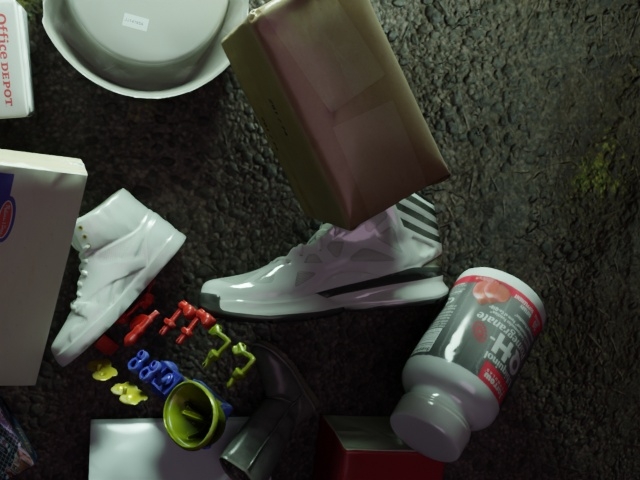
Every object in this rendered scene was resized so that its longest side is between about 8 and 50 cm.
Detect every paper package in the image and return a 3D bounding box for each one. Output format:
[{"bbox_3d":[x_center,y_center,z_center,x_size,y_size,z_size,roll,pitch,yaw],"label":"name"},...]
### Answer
[{"bbox_3d":[0.009,-0.201,1.321,0.168,0.309,0.324,-29,102,-9],"label":"paper package"}]

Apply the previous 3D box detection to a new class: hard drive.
[{"bbox_3d":[-0.240,0.404,1.545,0.308,0.040,0.203,2,56,-14],"label":"hard drive"}]

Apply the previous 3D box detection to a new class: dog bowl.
[{"bbox_3d":[-0.274,-0.402,1.429,0.349,0.102,0.348,-2,100,-12],"label":"dog bowl"}]

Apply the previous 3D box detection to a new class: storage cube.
[{"bbox_3d":[0.095,0.434,1.614,0.215,0.184,0.193,6,98,-14],"label":"storage cube"}]

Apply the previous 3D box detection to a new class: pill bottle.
[{"bbox_3d":[0.249,0.214,1.553,0.176,0.176,0.318,46,59,-16],"label":"pill bottle"}]

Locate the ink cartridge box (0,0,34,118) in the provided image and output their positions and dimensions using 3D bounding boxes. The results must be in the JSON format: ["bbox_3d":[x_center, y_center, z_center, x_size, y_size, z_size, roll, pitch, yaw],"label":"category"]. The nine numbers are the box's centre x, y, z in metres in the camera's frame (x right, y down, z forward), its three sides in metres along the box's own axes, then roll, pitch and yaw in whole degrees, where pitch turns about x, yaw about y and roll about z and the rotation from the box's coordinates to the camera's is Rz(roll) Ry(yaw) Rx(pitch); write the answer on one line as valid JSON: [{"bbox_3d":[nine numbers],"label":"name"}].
[{"bbox_3d":[-0.557,-0.265,1.351,0.233,0.168,0.171,-4,101,-12],"label":"ink cartridge box"}]

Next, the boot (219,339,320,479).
[{"bbox_3d":[-0.109,0.303,1.555,0.208,0.076,0.189,-45,103,-30],"label":"boot"}]

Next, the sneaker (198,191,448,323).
[{"bbox_3d":[0.000,0.000,1.552,0.448,0.169,0.257,-6,92,-20],"label":"sneaker"}]

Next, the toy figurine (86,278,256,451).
[{"bbox_3d":[-0.192,0.242,1.479,0.191,0.362,0.217,-52,132,-13],"label":"toy figurine"}]

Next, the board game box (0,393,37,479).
[{"bbox_3d":[-0.606,0.308,1.503,0.165,0.042,0.243,-27,104,-7],"label":"board game box"}]

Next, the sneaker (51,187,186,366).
[{"bbox_3d":[-0.380,0.051,1.486,0.169,0.108,0.292,42,79,-14],"label":"sneaker"}]

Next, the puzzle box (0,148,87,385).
[{"bbox_3d":[-0.525,0.048,1.346,0.272,0.052,0.409,6,120,-30],"label":"puzzle box"}]
